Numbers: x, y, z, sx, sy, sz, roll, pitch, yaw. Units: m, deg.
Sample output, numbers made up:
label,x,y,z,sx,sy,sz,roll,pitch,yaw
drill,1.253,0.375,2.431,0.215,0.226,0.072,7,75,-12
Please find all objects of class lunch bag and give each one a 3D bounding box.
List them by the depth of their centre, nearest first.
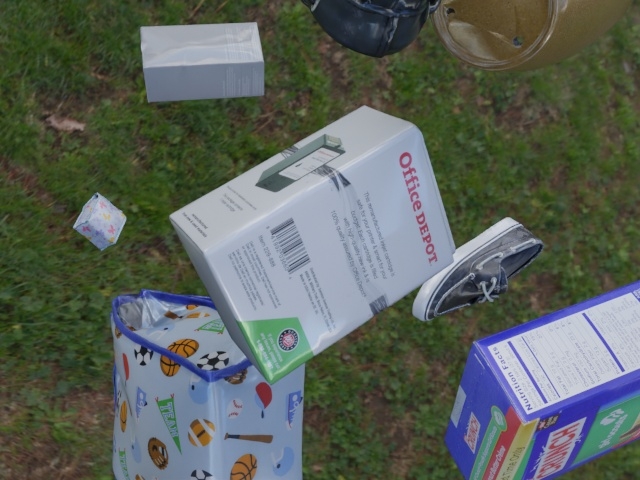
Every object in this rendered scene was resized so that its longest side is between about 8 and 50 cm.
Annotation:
label,x,y,z,sx,sy,sz,roll,pitch,yaw
lunch bag,-0.208,0.272,1.214,0.238,0.385,0.328,-11,107,-46
lunch bag,-0.394,-0.036,1.344,0.071,0.053,0.083,45,39,-31

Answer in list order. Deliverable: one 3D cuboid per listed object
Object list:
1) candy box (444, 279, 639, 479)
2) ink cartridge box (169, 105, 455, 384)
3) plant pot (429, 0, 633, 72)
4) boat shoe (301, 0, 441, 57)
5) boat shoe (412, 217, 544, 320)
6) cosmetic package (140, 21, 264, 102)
label,x,y,z,sx,sy,sz,roll,pitch,yaw
candy box,0.335,0.190,0.953,0.317,0.268,0.122,-17,54,-13
ink cartridge box,0.000,0.000,0.907,0.289,0.121,0.211,-31,124,-16
plant pot,0.206,-0.269,0.775,0.237,0.237,0.254,56,38,-14
boat shoe,0.016,-0.201,0.486,0.127,0.340,0.113,2,118,-15
boat shoe,0.302,0.068,1.398,0.301,0.102,0.108,-32,142,-28
cosmetic package,-0.235,-0.357,1.493,0.237,0.107,0.127,-5,56,-6
